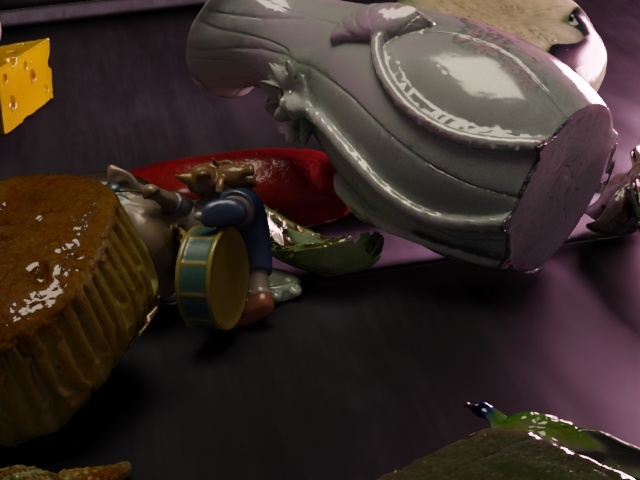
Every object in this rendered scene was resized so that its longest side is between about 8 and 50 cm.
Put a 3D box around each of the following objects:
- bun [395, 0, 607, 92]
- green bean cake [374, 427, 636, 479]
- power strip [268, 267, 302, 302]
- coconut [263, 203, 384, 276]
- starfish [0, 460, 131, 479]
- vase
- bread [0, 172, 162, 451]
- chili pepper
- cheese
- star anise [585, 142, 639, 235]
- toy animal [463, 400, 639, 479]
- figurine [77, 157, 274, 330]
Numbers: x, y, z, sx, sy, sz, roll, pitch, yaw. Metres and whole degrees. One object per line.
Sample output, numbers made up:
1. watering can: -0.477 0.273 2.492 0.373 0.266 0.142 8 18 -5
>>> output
1. bun: 0.208 -0.207 2.120 0.283 0.179 0.283 7 37 -6
2. green bean cake: 0.117 0.208 1.104 0.181 0.094 0.173 -18 24 -31
3. power strip: -0.051 0.035 1.690 0.055 0.035 0.083 -13 25 -24
4. coconut: -0.002 0.004 1.718 0.133 0.055 0.158 14 7 -31
5. starfish: -0.232 0.212 1.201 0.358 0.078 0.347 4 19 21
6. vase: 0.072 -0.148 1.754 0.445 0.250 0.250 32 36 28
7. bread: -0.264 0.057 1.440 0.227 0.142 0.253 -1 34 26
8. chili pepper: -0.097 -0.059 1.883 0.368 0.092 0.137 3 6 8
9. cheese: -0.425 -0.217 2.353 0.126 0.093 0.171 10 23 33
10. star anise: 0.352 -0.064 1.771 0.180 0.061 0.204 -45 11 7
11. toy animal: 0.198 0.165 1.289 0.217 0.041 0.075 15 25 31
12. figurine: -0.180 0.009 1.623 0.275 0.161 0.158 0 34 23
